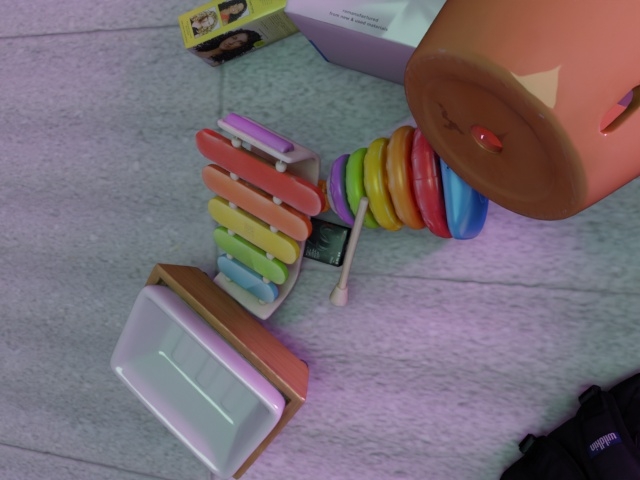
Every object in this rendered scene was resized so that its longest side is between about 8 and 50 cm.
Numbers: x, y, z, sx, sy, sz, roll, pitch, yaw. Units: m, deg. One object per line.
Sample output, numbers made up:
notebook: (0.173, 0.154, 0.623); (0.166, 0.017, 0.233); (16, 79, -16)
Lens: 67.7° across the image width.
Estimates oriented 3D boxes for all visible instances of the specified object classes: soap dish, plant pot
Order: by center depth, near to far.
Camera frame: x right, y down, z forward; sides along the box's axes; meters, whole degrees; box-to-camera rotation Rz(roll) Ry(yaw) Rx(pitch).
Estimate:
plant pot: (0.217, -0.155, 0.435); (0.291, 0.291, 0.203); (44, 85, 9)
soap dish: (-0.172, 0.197, 0.738); (0.291, 0.118, 0.229); (40, 121, 10)

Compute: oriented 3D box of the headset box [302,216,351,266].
headset box: (0.000, 0.000, 0.748); (0.083, 0.032, 0.062); (17, 98, 13)

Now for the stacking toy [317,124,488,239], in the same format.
stacking toy: (0.071, -0.074, 0.676); (0.301, 0.165, 0.175); (-7, 90, 27)

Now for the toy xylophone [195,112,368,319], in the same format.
toy xylophone: (-0.060, -0.018, 0.671); (0.236, 0.081, 0.323); (24, 132, 25)

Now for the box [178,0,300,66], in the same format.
box: (-0.092, -0.343, 0.728); (0.232, 0.087, 0.058); (-16, 87, 17)

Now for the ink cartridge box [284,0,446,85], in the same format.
ink cartridge box: (0.114, -0.362, 0.610); (0.197, 0.198, 0.270); (22, 98, 14)

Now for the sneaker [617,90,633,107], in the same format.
sneaker: (0.491, -0.040, 0.552); (0.365, 0.137, 0.210); (25, 97, 10)

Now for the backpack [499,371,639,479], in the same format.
backpack: (0.374, 0.348, 0.496); (0.273, 0.355, 0.290); (46, 103, 8)
